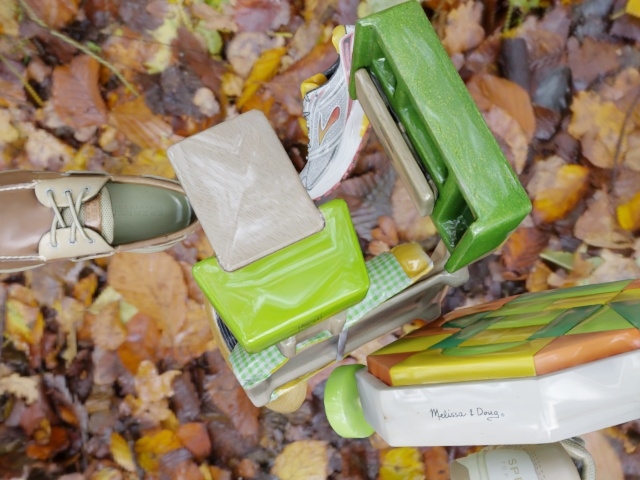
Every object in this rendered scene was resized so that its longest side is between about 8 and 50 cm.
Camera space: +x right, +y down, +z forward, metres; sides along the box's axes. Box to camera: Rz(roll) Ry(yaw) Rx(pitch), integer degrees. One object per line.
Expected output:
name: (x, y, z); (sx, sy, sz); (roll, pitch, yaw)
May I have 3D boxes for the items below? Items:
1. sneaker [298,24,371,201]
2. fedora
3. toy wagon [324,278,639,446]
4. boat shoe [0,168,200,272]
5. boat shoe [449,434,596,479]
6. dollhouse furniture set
sneaker: (0.013, -0.147, 0.935); (0.093, 0.088, 0.225); (21, 115, -9)
fedora: (-0.052, 0.087, 0.865); (0.194, 0.079, 0.194); (32, 132, 44)
toy wagon: (0.177, 0.082, 0.624); (0.267, 0.344, 0.068); (-11, 93, 35)
boat shoe: (-0.283, -0.034, 0.946); (0.120, 0.324, 0.122); (-6, 93, 53)
boat shoe: (0.190, 0.212, 0.681); (0.098, 0.302, 0.109); (-24, 67, 14)
dollhouse furniture set: (0.000, 0.000, 0.595); (0.198, 0.301, 0.151); (-25, 75, -9)
